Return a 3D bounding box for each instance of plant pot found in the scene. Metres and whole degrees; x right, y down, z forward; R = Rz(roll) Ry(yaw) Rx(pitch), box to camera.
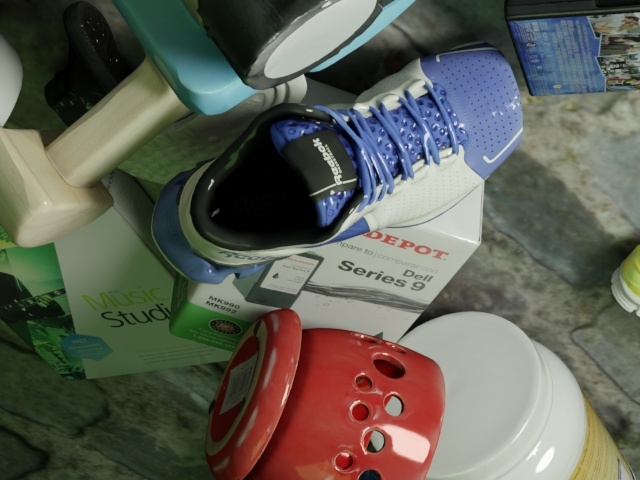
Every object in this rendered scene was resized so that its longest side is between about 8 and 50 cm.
[{"bbox_3d":[-0.003,0.169,1.347,0.174,0.191,0.191,21,143,-15],"label":"plant pot"}]

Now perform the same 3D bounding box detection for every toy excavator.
[{"bbox_3d":[-0.070,-0.167,1.027,0.433,0.222,0.445,-34,171,-8],"label":"toy excavator"}]

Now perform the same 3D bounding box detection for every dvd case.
[{"bbox_3d":[0.278,-0.157,1.138,0.253,0.022,0.180,-2,165,14],"label":"dvd case"}]

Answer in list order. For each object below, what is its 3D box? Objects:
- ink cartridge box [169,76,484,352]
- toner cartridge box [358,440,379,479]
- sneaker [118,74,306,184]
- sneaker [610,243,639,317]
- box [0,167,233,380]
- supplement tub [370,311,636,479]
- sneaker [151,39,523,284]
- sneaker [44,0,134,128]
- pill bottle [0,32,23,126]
[{"bbox_3d":[0.000,0.000,1.379,0.211,0.122,0.289,17,144,-13],"label":"ink cartridge box"},{"bbox_3d":[0.034,0.342,1.889,0.165,0.075,0.348,-11,141,26],"label":"toner cartridge box"},{"bbox_3d":[-0.095,-0.124,1.251,0.090,0.095,0.235,17,146,-40],"label":"sneaker"},{"bbox_3d":[0.388,0.042,1.399,0.208,0.081,0.094,8,142,1],"label":"sneaker"},{"bbox_3d":[-0.247,0.036,1.534,0.232,0.059,0.322,-10,140,23],"label":"box"},{"bbox_3d":[0.198,0.239,1.584,0.228,0.228,0.316,-11,141,24],"label":"supplement tub"},{"bbox_3d":[0.027,-0.055,1.136,0.315,0.128,0.182,-24,-179,-11],"label":"sneaker"},{"bbox_3d":[-0.209,-0.137,1.289,0.089,0.051,0.170,-10,144,17],"label":"sneaker"},{"bbox_3d":[-0.406,-0.198,1.112,0.204,0.204,0.361,-15,138,29],"label":"pill bottle"}]
